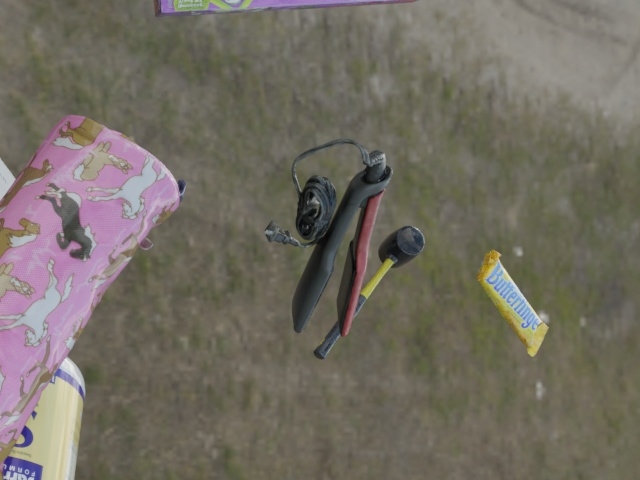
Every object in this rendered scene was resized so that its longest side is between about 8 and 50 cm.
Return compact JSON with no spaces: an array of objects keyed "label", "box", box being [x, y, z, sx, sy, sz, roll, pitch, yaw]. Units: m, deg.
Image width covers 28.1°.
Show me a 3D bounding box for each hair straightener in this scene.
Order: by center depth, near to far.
[{"label":"hair straightener","box":[0.000,0.000,1.022,0.230,0.089,0.047,106,-16,-52]}]

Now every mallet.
[{"label":"mallet","box":[0.048,0.062,1.452,0.039,0.062,0.189,41,72,-4]}]

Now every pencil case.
[{"label":"pencil case","box":[-0.296,0.061,1.293,0.167,0.160,0.386,41,67,-24]}]

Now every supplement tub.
[{"label":"supplement tub","box":[-0.465,0.326,1.791,0.241,0.241,0.331,51,32,-49]}]

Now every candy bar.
[{"label":"candy bar","box":[0.201,0.066,1.338,0.040,0.018,0.161,-59,137,-19]}]

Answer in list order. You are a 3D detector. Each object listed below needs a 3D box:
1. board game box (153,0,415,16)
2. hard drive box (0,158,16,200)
[{"label":"board game box","box":[-0.043,-0.392,1.586,0.347,0.056,0.208,-6,91,-19]},{"label":"hard drive box","box":[-0.471,-0.055,1.715,0.181,0.089,0.232,59,1,-28]}]
